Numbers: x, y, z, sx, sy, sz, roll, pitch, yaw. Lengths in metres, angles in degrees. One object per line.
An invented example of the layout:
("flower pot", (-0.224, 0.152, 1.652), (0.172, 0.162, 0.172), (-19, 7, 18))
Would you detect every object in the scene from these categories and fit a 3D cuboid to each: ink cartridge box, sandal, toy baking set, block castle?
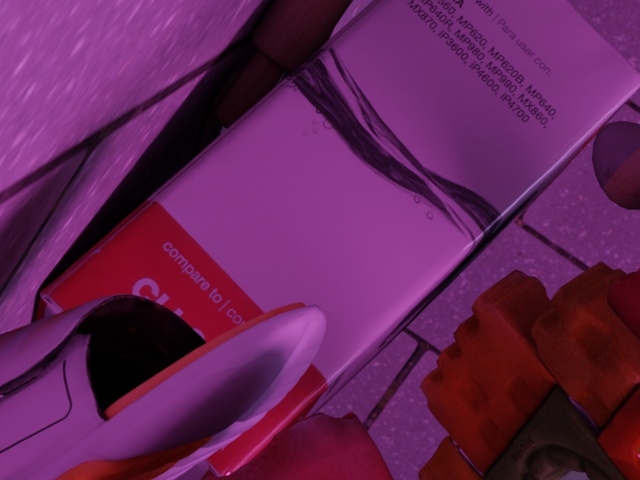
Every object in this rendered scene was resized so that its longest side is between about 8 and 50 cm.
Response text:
("ink cartridge box", (0.000, 0.000, 0.932), (0.273, 0.114, 0.197), (-43, 175, -19))
("sandal", (-0.122, 0.079, 0.681), (0.265, 0.076, 0.102), (-34, 169, 14))
("toy baking set", (0.001, -0.112, 0.980), (0.256, 0.030, 0.197), (-55, 179, 7))
("block castle", (0.041, 0.163, 0.815), (0.303, 0.213, 0.453), (-27, 161, -28))
